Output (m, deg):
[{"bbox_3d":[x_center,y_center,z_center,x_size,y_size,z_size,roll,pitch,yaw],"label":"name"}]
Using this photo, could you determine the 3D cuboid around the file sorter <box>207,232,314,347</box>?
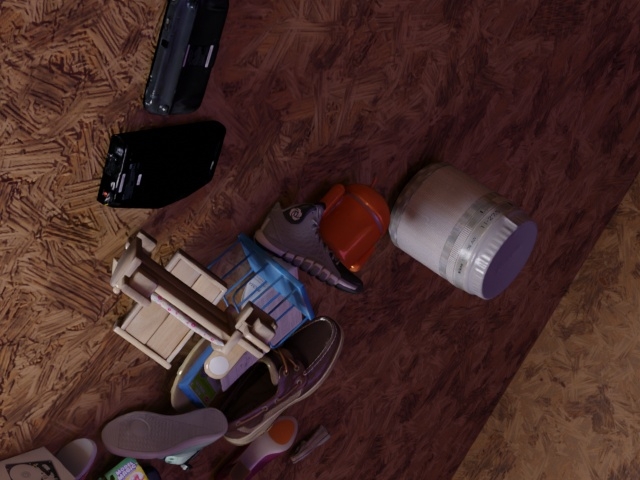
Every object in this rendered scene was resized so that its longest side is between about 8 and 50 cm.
[{"bbox_3d":[-0.113,0.094,1.893,0.104,0.170,0.118,-41,149,-16],"label":"file sorter"}]

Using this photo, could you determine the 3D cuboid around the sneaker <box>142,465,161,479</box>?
[{"bbox_3d":[-0.333,0.548,2.113,0.083,0.098,0.224,-33,145,-34],"label":"sneaker"}]

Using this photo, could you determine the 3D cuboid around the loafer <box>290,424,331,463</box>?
[{"bbox_3d":[-0.030,0.505,2.592,0.125,0.039,0.045,-32,177,-31],"label":"loafer"}]

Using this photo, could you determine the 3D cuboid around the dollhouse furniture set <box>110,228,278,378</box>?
[{"bbox_3d":[-0.213,0.155,1.605,0.174,0.303,0.355,-51,-165,5],"label":"dollhouse furniture set"}]

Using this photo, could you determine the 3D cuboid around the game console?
[{"bbox_3d":[-0.210,-0.207,1.561,0.213,0.044,0.361,-17,134,-51],"label":"game console"}]

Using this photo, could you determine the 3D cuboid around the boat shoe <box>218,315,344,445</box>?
[{"bbox_3d":[-0.089,0.278,2.178,0.342,0.123,0.123,-42,151,-11],"label":"boat shoe"}]

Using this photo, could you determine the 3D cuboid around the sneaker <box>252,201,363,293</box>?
[{"bbox_3d":[0.000,0.000,1.934,0.132,0.228,0.086,-62,-172,-5],"label":"sneaker"}]

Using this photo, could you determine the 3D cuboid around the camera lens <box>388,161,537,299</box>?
[{"bbox_3d":[0.303,-0.026,2.273,0.219,0.274,0.219,-37,147,-29],"label":"camera lens"}]

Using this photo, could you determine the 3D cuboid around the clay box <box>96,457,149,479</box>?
[{"bbox_3d":[-0.373,0.520,2.003,0.127,0.053,0.222,-36,119,-25],"label":"clay box"}]

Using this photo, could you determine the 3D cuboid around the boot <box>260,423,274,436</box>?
[{"bbox_3d":[-0.098,0.369,2.321,0.158,0.059,0.084,-58,156,4],"label":"boot"}]

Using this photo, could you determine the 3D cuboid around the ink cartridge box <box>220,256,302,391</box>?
[{"bbox_3d":[-0.133,0.159,2.042,0.232,0.066,0.189,-37,147,-25],"label":"ink cartridge box"}]

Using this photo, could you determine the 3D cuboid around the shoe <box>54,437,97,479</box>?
[{"bbox_3d":[-0.446,0.426,1.857,0.178,0.063,0.081,-51,153,3],"label":"shoe"}]

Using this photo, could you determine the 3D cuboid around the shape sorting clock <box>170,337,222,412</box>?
[{"bbox_3d":[-0.219,0.245,2.021,0.206,0.040,0.206,-49,155,-31],"label":"shape sorting clock"}]

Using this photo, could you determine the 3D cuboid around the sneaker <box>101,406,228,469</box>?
[{"bbox_3d":[-0.316,0.392,1.985,0.255,0.094,0.151,1,145,-38],"label":"sneaker"}]

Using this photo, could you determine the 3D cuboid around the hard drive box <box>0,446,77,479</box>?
[{"bbox_3d":[-0.496,0.449,1.680,0.232,0.181,0.089,-13,131,-51],"label":"hard drive box"}]

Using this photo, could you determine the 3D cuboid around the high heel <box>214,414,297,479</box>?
[{"bbox_3d":[-0.149,0.491,2.378,0.244,0.082,0.117,-46,-179,-41],"label":"high heel"}]

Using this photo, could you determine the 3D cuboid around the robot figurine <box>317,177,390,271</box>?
[{"bbox_3d":[0.050,-0.023,2.054,0.219,0.158,0.128,-45,-178,-18],"label":"robot figurine"}]
